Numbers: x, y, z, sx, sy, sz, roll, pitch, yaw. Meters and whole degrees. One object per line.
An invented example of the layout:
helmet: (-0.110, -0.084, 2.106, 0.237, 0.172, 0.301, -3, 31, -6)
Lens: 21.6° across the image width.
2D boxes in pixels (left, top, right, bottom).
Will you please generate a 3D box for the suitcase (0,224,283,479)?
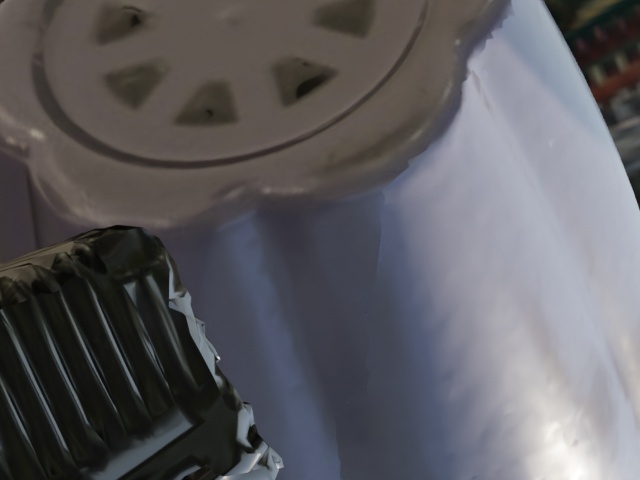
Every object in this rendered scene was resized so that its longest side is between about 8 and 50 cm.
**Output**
suitcase: (-0.185, 0.120, 0.433, 0.335, 0.152, 0.230, -19, -171, 44)

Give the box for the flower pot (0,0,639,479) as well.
flower pot: (0.000, 0.000, 0.619, 0.265, 0.243, 0.265, -6, -128, 8)
